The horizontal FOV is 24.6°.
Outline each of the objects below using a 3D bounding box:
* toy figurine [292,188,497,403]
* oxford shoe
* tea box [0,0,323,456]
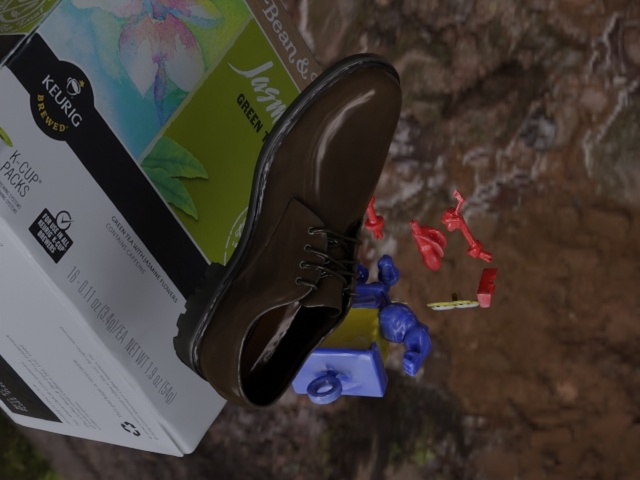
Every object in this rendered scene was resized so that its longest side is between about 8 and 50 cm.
[{"bbox_3d":[-0.003,0.082,1.629,0.362,0.217,0.191,1,136,20],"label":"toy figurine"},{"bbox_3d":[0.000,0.000,0.873,0.083,0.096,0.227,15,105,-38],"label":"oxford shoe"},{"bbox_3d":[-0.174,-0.065,1.147,0.220,0.323,0.329,3,139,40],"label":"tea box"}]
